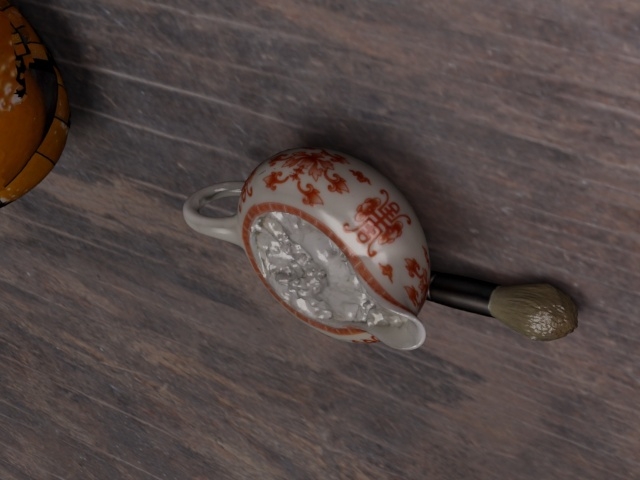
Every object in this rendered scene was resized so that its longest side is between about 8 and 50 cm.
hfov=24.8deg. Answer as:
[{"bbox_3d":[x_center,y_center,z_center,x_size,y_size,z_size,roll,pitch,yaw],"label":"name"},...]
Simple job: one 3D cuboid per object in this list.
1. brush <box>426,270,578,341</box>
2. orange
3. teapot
[{"bbox_3d":[0.074,0.031,1.136,0.299,0.042,0.039,14,142,43],"label":"brush"},{"bbox_3d":[-0.324,-0.126,1.233,0.234,0.182,0.234,17,137,16],"label":"orange"},{"bbox_3d":[0.000,0.000,1.091,0.245,0.116,0.159,15,146,37],"label":"teapot"}]
